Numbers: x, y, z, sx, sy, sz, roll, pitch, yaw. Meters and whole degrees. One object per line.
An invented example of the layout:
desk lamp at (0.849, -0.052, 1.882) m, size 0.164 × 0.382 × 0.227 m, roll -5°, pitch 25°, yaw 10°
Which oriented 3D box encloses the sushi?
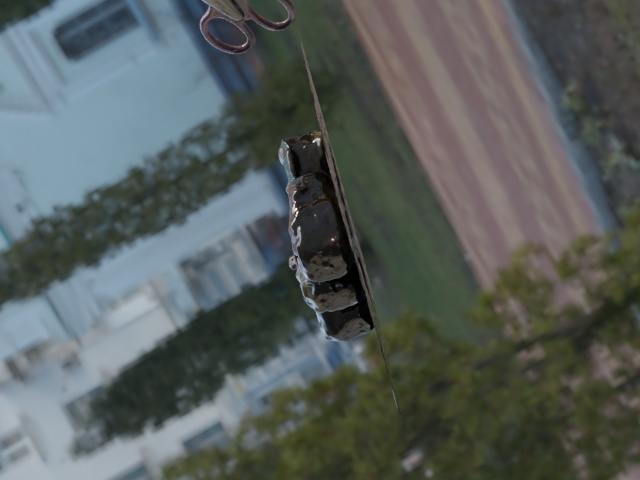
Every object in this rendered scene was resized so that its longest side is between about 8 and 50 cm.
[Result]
sushi at (0.000, 0.000, 1.137) m, size 0.231 × 0.047 × 0.220 m, roll -101°, pitch -5°, yaw -60°

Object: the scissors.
scissors at (-0.098, -0.215, 1.356) m, size 0.176 × 0.085 × 0.022 m, roll 37°, pitch -140°, yaw -39°
